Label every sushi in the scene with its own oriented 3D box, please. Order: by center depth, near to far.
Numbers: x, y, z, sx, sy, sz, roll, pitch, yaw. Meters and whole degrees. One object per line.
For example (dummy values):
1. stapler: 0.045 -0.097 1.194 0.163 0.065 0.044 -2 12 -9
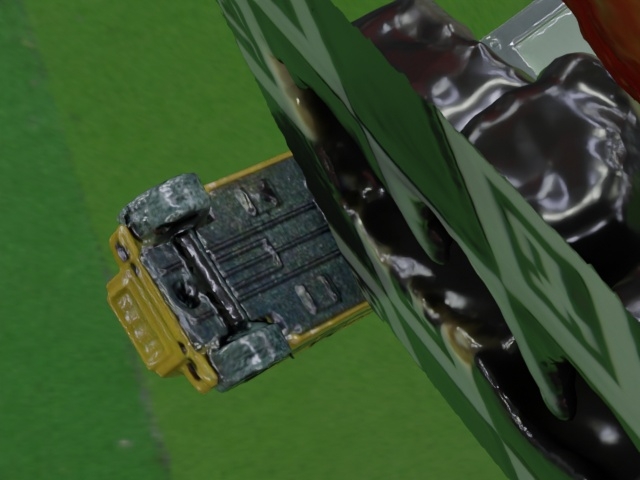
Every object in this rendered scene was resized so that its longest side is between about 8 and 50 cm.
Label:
1. sushi: 0.094 0.007 0.626 0.100 0.296 0.373 -33 43 -6

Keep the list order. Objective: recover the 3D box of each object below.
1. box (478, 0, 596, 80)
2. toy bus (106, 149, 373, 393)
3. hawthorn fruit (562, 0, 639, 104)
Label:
1. box: 0.227 -0.128 1.243 0.225 0.086 0.129 -37 70 -2
2. toy bus: 0.000 0.000 1.217 0.123 0.335 0.121 -37 82 44
3. hawthorn fruit: 0.119 -0.082 0.414 0.235 0.181 0.181 -8 80 55
